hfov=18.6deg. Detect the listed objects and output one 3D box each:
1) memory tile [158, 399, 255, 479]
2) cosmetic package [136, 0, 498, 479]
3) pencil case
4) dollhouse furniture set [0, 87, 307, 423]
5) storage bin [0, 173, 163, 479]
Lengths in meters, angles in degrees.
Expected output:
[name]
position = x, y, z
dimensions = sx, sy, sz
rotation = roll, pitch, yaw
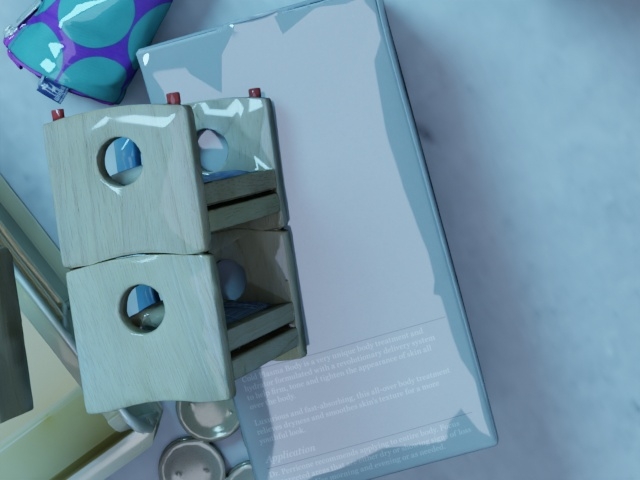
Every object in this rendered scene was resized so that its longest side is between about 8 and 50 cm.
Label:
[memory tile]
position = -0.029, 0.119, 1.056
dimensions = 0.113, 0.012, 0.148
rotation = 18, 100, -3
[cosmetic package]
position = 0.000, 0.000, 0.984
dimensions = 0.127, 0.107, 0.238
rotation = -13, 92, 2
[pencil case]
position = -0.104, -0.143, 0.986
dimensions = 0.070, 0.064, 0.151
rotation = 23, 99, -20
[dollhouse furniture set]
position = -0.118, 0.007, 0.883
dimensions = 0.184, 0.129, 0.129
rotation = -7, 93, 15
[storage bin]
position = -0.257, 0.071, 0.993
dimensions = 0.262, 0.123, 0.260
rotation = -36, 97, 6
